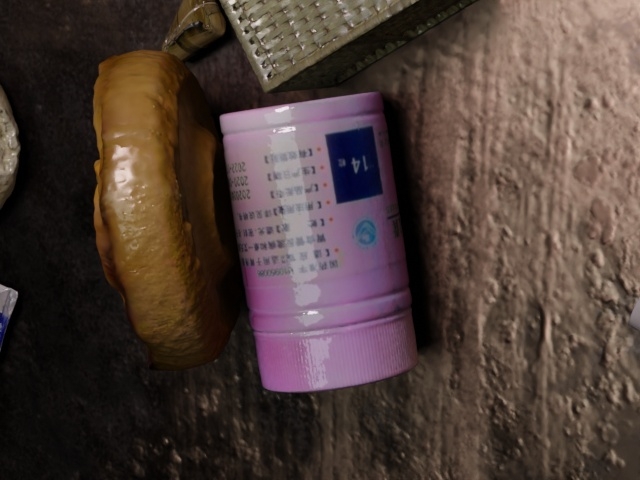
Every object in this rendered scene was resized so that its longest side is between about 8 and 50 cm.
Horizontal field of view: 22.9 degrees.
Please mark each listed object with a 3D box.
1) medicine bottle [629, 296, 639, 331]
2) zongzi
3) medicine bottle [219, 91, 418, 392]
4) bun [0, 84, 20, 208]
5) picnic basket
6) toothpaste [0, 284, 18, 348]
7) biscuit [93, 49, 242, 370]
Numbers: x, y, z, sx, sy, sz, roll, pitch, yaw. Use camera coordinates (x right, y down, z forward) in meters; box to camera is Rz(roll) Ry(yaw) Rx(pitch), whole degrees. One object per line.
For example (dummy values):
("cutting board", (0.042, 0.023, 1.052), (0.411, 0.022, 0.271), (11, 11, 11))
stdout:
("medicine bottle", (0.330, 0.079, 1.298), (0.140, 0.079, 0.079), (33, 113, 22))
("zongzi", (-0.132, -0.222, 1.543), (0.076, 0.040, 0.083), (-30, 71, 37))
("medicine bottle", (0.000, 0.000, 1.434), (0.152, 0.152, 0.254), (-6, 96, 31))
("bun", (-0.430, -0.107, 1.677), (0.220, 0.134, 0.220), (6, 103, 30))
("picnic basket", (0.022, -0.242, 1.392), (0.196, 0.134, 0.154), (-29, 82, 32))
("toothpaste", (-0.479, 0.032, 1.776), (0.323, 0.066, 0.100), (27, 106, 19))
("biscuit", (-0.131, -0.031, 1.437), (0.102, 0.296, 0.296), (-10, 94, 5))
